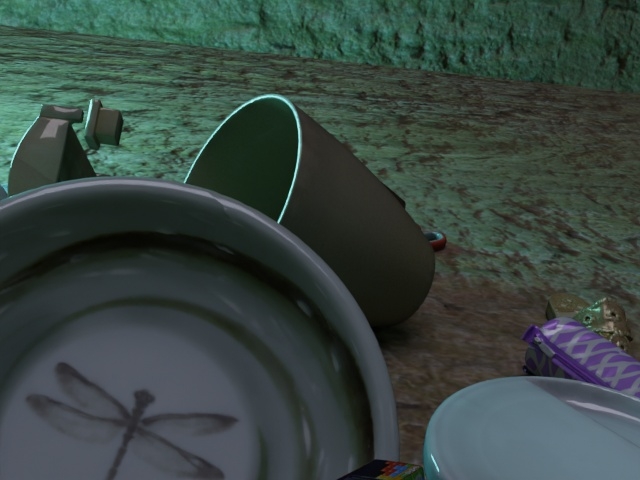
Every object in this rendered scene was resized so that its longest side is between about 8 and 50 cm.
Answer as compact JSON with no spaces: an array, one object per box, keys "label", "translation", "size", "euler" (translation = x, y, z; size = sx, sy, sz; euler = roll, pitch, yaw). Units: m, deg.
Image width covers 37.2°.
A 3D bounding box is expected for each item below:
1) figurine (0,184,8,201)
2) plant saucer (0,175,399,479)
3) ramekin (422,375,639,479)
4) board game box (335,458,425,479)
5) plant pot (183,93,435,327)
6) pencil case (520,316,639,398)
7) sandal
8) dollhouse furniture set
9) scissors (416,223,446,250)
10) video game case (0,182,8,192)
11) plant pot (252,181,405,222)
[{"label":"figurine","translation":[-0.418,-0.007,1.125],"size":[0.209,0.092,0.215],"euler":[29,30,9]},{"label":"plant saucer","translation":[-0.145,0.149,0.705],"size":[0.400,0.100,0.401],"euler":[5,64,-9]},{"label":"ramekin","translation":[0.211,0.230,0.771],"size":[0.272,0.127,0.273],"euler":[6,21,-2]},{"label":"board game box","translation":[0.018,0.245,0.604],"size":[0.141,0.170,0.048],"euler":[-13,7,-43]},{"label":"plant pot","translation":[0.000,0.000,1.137],"size":[0.274,0.257,0.256],"euler":[25,10,-32]},{"label":"pencil case","translation":[0.310,0.156,1.046],"size":[0.088,0.086,0.206],"euler":[35,2,-35]},{"label":"sandal","translation":[0.348,0.103,1.209],"size":[0.088,0.079,0.240],"euler":[4,21,-8]},{"label":"dollhouse furniture set","translation":[-0.329,-0.033,0.927],"size":[0.173,0.356,0.303],"euler":[8,-18,-2]},{"label":"scissors","translation":[0.059,-0.001,1.455],"size":[0.297,0.021,0.109],"euler":[-5,26,-34]},{"label":"video game case","translation":[-0.359,-0.008,1.298],"size":[0.329,0.036,0.300],"euler":[19,26,25]},{"label":"plant pot","translation":[-0.006,-0.043,1.325],"size":[0.230,0.215,0.215],"euler":[19,21,-2]}]
